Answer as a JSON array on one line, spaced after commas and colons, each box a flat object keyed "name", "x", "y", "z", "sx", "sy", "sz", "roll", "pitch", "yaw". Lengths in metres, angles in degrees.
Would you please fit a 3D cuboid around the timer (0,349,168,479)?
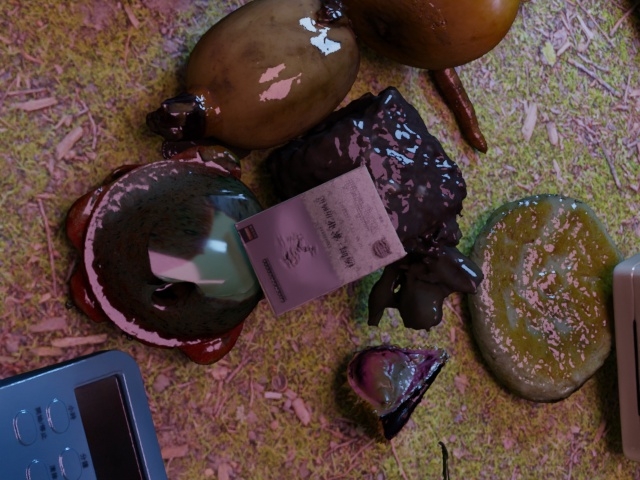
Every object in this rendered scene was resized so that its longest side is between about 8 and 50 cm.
[{"name": "timer", "x": -0.295, "y": 0.261, "z": 1.532, "sx": 0.250, "sy": 0.091, "sz": 0.231, "roll": -17, "pitch": 92, "yaw": -36}]

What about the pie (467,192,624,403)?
[{"name": "pie", "x": 0.339, "y": 0.076, "z": 1.961, "sx": 0.323, "sy": 0.070, "sz": 0.323, "roll": 4, "pitch": 81, "yaw": -30}]

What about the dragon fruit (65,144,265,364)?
[{"name": "dragon fruit", "x": -0.171, "y": 0.018, "z": 1.620, "sx": 0.295, "sy": 0.130, "sz": 0.268, "roll": 9, "pitch": 74, "yaw": -30}]

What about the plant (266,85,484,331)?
[{"name": "plant", "x": 0.088, "y": -0.030, "z": 1.728, "sx": 0.213, "sy": 0.215, "sz": 0.312, "roll": -39, "pitch": 99, "yaw": -25}]

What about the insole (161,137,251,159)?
[{"name": "insole", "x": -0.148, "y": -0.122, "z": 1.719, "sx": 0.135, "sy": 0.002, "sz": 0.045, "roll": -5, "pitch": 86, "yaw": -32}]

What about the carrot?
[{"name": "carrot", "x": 0.209, "y": -0.200, "z": 1.934, "sx": 0.036, "sy": 0.036, "sz": 0.165, "roll": -39, "pitch": 107, "yaw": -29}]

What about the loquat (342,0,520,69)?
[{"name": "loquat", "x": 0.146, "y": -0.358, "z": 1.779, "sx": 0.263, "sy": 0.263, "sz": 0.263, "roll": 4, "pitch": 82, "yaw": -31}]

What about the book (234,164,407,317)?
[{"name": "book", "x": 0.000, "y": 0.000, "z": 1.594, "sx": 0.182, "sy": 0.014, "sz": 0.127, "roll": -24, "pitch": 94, "yaw": -5}]

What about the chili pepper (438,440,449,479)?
[{"name": "chili pepper", "x": 0.145, "y": 0.425, "z": 1.796, "sx": 0.122, "sy": 0.065, "sz": 0.278, "roll": 32, "pitch": 72, "yaw": -29}]

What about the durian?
[{"name": "durian", "x": 0.083, "y": 0.198, "z": 1.785, "sx": 0.108, "sy": 0.119, "sz": 0.187, "roll": 35, "pitch": 47, "yaw": 17}]

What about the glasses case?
[{"name": "glasses case", "x": 0.512, "y": 0.179, "z": 2.001, "sx": 0.131, "sy": 0.070, "sz": 0.312, "roll": -20, "pitch": 107, "yaw": -51}]

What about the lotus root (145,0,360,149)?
[{"name": "lotus root", "x": -0.085, "y": -0.204, "z": 1.671, "sx": 0.310, "sy": 0.183, "sz": 0.182, "roll": -36, "pitch": 103, "yaw": -30}]
